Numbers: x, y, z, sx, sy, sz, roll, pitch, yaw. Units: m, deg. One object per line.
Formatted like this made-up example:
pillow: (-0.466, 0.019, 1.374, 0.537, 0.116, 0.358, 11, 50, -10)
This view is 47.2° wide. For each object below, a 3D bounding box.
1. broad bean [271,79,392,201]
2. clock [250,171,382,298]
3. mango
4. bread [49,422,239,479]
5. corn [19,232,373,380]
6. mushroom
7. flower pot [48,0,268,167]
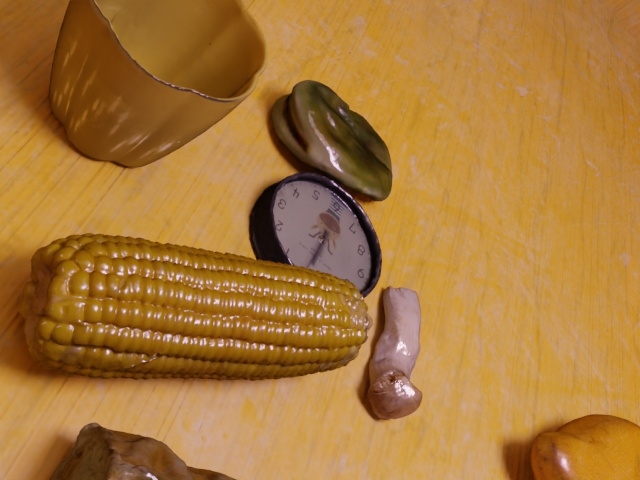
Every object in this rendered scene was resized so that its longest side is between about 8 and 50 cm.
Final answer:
broad bean: (0.030, -0.130, 0.992, 0.207, 0.072, 0.153, 34, 44, -22)
clock: (0.000, 0.000, 0.903, 0.185, 0.040, 0.184, 23, 49, -30)
mango: (0.368, 0.313, 0.988, 0.262, 0.109, 0.157, 12, 66, -31)
bread: (-0.091, 0.259, 0.584, 0.268, 0.130, 0.152, 34, 36, -21)
corn: (-0.102, 0.072, 0.696, 0.345, 0.131, 0.131, 12, 57, -38)
mushroom: (0.097, 0.127, 0.904, 0.059, 0.054, 0.202, 35, 40, -18)
flower pot: (-0.180, -0.173, 0.748, 0.195, 0.179, 0.195, 24, 48, -29)
